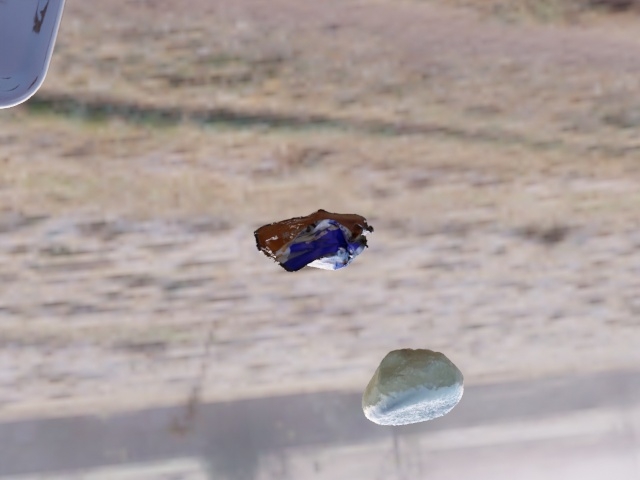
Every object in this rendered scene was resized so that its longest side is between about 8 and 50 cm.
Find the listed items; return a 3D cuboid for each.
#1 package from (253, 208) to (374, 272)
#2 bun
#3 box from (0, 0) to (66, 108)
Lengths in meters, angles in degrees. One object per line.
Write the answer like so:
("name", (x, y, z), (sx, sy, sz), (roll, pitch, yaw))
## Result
("package", (0.000, 0.001, 1.151), (0.077, 0.033, 0.111), (-26, -167, -3))
("bun", (0.074, 0.115, 1.424), (0.086, 0.055, 0.086), (-13, 159, -5))
("box", (-0.395, -0.260, 1.487), (0.339, 0.239, 0.229), (8, -165, -30))
